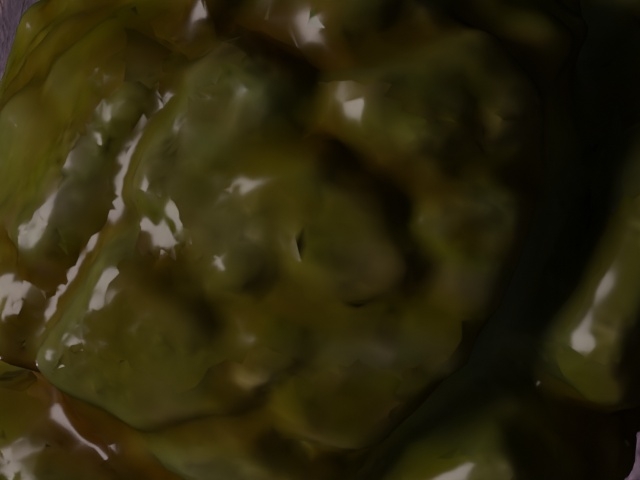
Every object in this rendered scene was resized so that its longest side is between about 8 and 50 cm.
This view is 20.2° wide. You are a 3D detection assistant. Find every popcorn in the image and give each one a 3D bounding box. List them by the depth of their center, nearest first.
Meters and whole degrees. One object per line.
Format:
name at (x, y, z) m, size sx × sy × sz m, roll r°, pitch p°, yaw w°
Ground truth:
popcorn at (0.002, -0.009, 0.644) m, size 0.282 × 0.282 × 0.247 m, roll -118°, pitch 35°, yaw -48°
